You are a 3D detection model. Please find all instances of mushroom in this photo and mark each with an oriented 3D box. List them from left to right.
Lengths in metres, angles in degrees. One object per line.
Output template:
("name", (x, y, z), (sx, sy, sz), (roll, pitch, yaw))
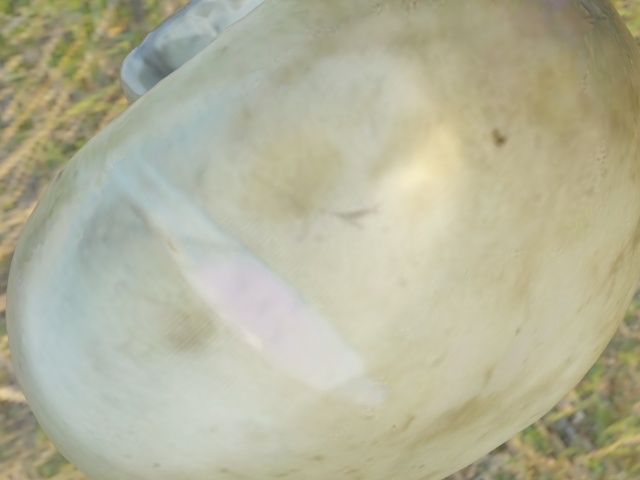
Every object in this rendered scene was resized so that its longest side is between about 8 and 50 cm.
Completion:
("mushroom", (0.000, 0.000, 0.635), (0.255, 0.255, 0.184), (-39, 76, 39))
